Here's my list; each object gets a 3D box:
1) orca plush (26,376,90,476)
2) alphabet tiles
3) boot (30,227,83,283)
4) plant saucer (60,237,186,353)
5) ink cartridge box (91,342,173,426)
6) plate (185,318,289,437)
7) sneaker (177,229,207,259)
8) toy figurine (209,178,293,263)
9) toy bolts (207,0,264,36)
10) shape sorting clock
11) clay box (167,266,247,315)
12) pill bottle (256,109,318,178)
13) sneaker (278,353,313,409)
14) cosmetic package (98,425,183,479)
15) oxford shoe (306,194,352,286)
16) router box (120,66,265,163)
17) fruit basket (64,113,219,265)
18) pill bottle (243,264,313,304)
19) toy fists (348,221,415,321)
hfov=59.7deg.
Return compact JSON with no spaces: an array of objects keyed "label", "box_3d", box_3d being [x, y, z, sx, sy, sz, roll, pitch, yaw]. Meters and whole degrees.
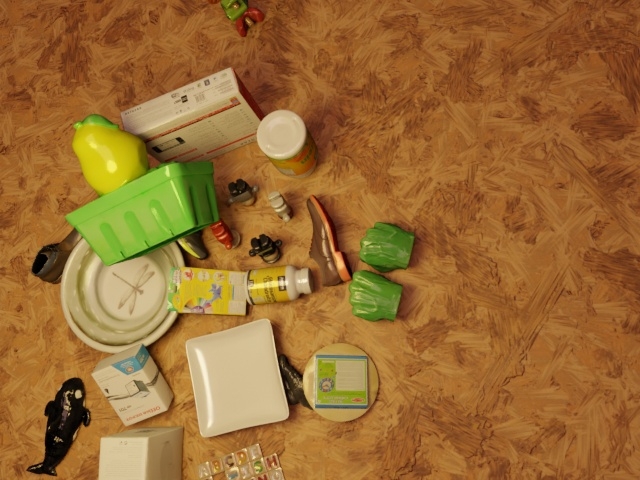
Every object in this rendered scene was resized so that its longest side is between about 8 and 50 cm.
[{"label":"orca plush","box_3d":[-0.782,0.545,1.624,0.151,0.102,0.287,29,86,15]},{"label":"alphabet tiles","box_3d":[-0.211,0.682,1.535,0.237,0.009,0.198,-22,75,7]},{"label":"boot","box_3d":[-0.803,0.034,1.729,0.082,0.106,0.219,28,85,15]},{"label":"plant saucer","box_3d":[-0.573,0.134,1.668,0.400,0.100,0.401,-2,78,10]},{"label":"ink cartridge box","box_3d":[-0.524,0.406,1.568,0.139,0.082,0.191,-23,107,6]},{"label":"plate","box_3d":[-0.231,0.385,1.565,0.277,0.045,0.278,-18,75,16]},{"label":"sneaker","box_3d":[-0.395,-0.083,1.677,0.121,0.111,0.300,-24,77,1]},{"label":"toy figurine","box_3d":[-0.191,-0.055,1.616,0.212,0.148,0.210,16,76,16]},{"label":"toy bolts","box_3d":[-0.254,-0.774,1.725,0.218,0.228,0.158,-41,84,-5]},{"label":"shape sorting clock","box_3d":[0.055,0.384,1.514,0.206,0.040,0.206,2,71,-5]},{"label":"clay box","box_3d":[-0.322,0.146,1.583,0.221,0.053,0.128,7,78,-23]},{"label":"pill bottle","box_3d":[-0.082,-0.259,1.576,0.136,0.246,0.137,-2,79,10]},{"label":"sneaker","box_3d":[-0.056,0.391,1.544,0.089,0.051,0.170,-16,81,7]},{"label":"cosmetic package","box_3d":[-0.474,0.625,1.485,0.138,0.224,0.225,-4,78,10]},{"label":"oxford shoe","box_3d":[0.000,0.000,1.589,0.098,0.097,0.272,-23,75,12]},{"label":"router box","box_3d":[-0.348,-0.334,1.615,0.335,0.301,0.082,-20,75,6]},{"label":"fruit basket","box_3d":[-0.496,-0.154,1.485,0.391,0.283,0.393,2,99,15]},{"label":"pill bottle","box_3d":[-0.116,0.124,1.579,0.184,0.103,0.103,-8,77,10]},{"label":"toy fists","box_3d":[0.161,0.085,1.540,0.142,0.096,0.279,15,80,4]}]
